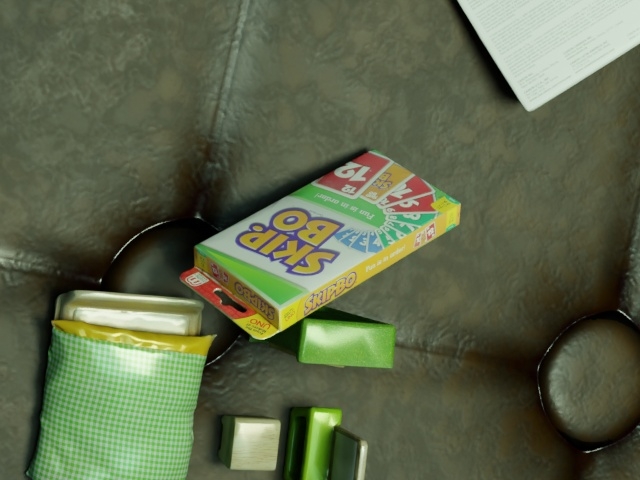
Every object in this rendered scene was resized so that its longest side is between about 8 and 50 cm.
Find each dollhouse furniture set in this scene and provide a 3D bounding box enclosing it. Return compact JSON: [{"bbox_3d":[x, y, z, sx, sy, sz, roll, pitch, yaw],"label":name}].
[{"bbox_3d":[-0.104,0.157,1.541,0.302,0.151,0.197,5,94,-23],"label":"dollhouse furniture set"}]

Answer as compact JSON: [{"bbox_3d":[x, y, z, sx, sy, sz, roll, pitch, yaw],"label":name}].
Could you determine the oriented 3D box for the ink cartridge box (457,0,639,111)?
[{"bbox_3d":[0.229,-0.272,1.661,0.181,0.056,0.224,-32,90,13],"label":"ink cartridge box"}]

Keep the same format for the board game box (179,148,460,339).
[{"bbox_3d":[0.000,0.000,1.555,0.259,0.124,0.039,-32,139,-30],"label":"board game box"}]
